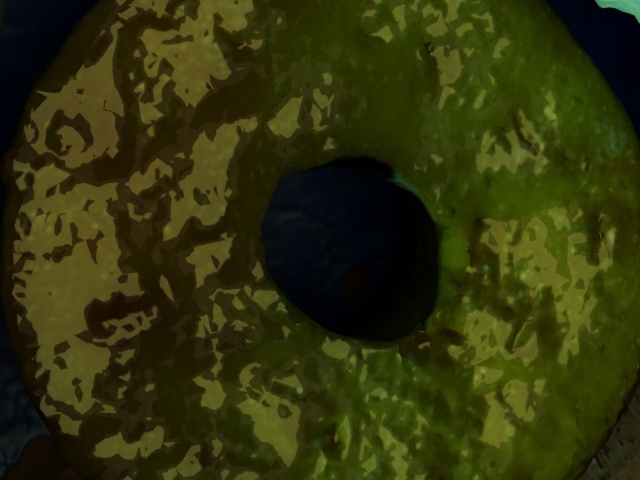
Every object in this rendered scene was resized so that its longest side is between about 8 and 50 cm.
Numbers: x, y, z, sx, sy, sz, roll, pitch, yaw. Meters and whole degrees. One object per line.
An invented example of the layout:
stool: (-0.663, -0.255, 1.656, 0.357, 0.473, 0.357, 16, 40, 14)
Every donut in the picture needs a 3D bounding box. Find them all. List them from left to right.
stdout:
donut: (0.000, 0.000, 0.736, 0.302, 0.110, 0.303, -4, 100, -22)

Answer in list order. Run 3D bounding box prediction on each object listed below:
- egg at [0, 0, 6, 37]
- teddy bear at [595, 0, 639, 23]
egg: (-0.211, -0.116, 0.579, 0.186, 0.186, 0.242, -35, 101, -13)
teddy bear: (0.252, -0.160, 0.701, 0.362, 0.327, 0.375, 24, 115, -25)
